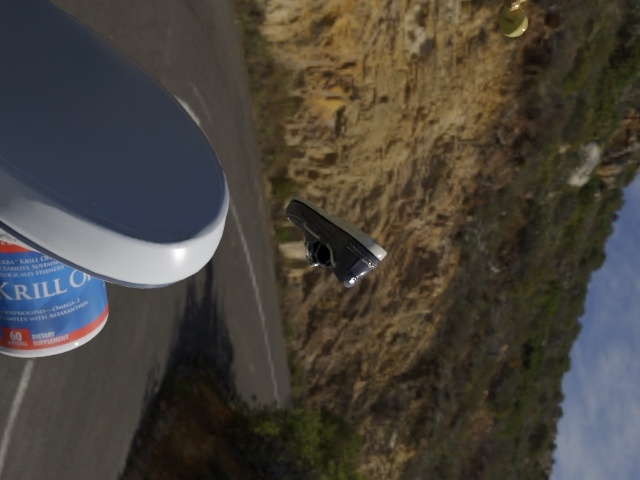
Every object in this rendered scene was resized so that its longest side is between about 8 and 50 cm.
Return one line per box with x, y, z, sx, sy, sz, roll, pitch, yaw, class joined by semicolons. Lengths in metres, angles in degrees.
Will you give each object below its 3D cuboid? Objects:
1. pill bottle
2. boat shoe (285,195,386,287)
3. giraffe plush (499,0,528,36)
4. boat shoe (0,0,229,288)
-0.276;-0.011;0.707;0.124;0.124;0.221;-97;-175;-62;pill bottle
0.000;0.000;0.898;0.065;0.075;0.206;-53;-148;-4;boat shoe
0.193;-0.304;0.725;0.181;0.210;0.170;46;19;-41;giraffe plush
-0.223;-0.062;0.419;0.136;0.367;0.156;-50;171;-52;boat shoe
